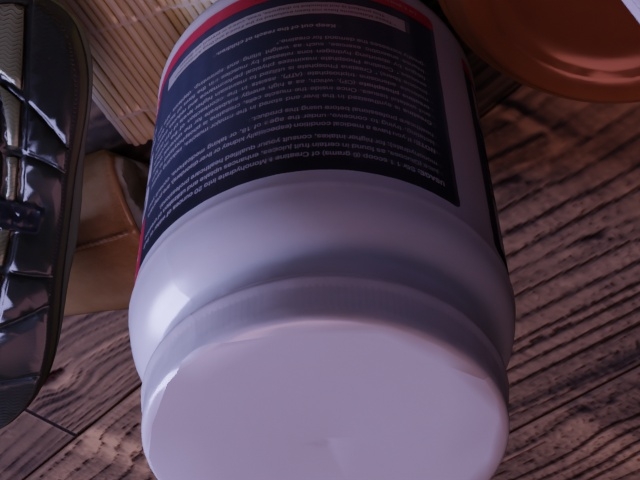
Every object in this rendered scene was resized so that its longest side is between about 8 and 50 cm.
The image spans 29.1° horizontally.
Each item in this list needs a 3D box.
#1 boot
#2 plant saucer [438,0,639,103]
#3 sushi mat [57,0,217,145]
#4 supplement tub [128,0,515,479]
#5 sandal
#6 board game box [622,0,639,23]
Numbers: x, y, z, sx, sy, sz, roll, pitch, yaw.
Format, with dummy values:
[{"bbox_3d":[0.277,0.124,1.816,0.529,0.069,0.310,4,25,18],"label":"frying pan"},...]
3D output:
[{"bbox_3d":[-0.250,-0.025,0.874,0.269,0.089,0.236,-11,136,23],"label":"boot"},{"bbox_3d":[0.154,-0.143,0.649,0.200,0.037,0.200,8,139,7],"label":"plant saucer"},{"bbox_3d":[-0.138,-0.181,0.706,0.151,0.019,0.316,-12,133,29],"label":"sushi mat"},{"bbox_3d":[0.000,0.000,0.655,0.191,0.272,0.191,-1,133,-1],"label":"supplement tub"},{"bbox_3d":[-0.200,-0.008,0.783,0.120,0.086,0.303,21,105,2],"label":"sandal"},{"bbox_3d":[0.082,-0.213,0.385,0.053,0.305,0.193,-27,126,34],"label":"board game box"}]
